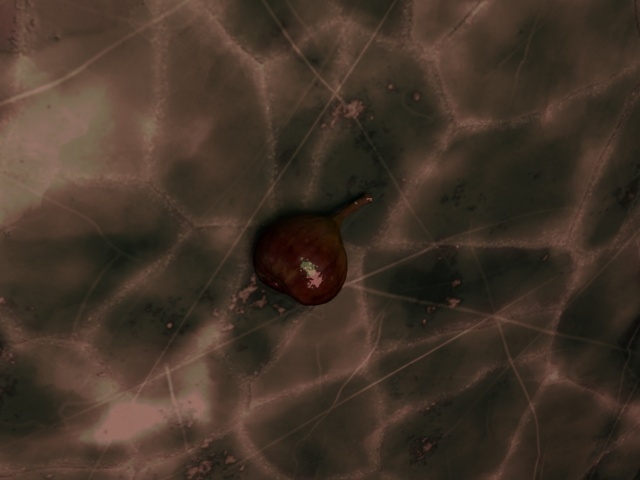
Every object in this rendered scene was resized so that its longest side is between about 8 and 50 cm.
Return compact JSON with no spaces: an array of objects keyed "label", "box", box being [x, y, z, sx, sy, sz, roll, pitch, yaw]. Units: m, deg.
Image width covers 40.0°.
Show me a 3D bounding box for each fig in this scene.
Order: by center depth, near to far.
[{"label":"fig","box":[-0.003,0.016,1.440,0.231,0.160,0.143,-29,128,-46]}]
